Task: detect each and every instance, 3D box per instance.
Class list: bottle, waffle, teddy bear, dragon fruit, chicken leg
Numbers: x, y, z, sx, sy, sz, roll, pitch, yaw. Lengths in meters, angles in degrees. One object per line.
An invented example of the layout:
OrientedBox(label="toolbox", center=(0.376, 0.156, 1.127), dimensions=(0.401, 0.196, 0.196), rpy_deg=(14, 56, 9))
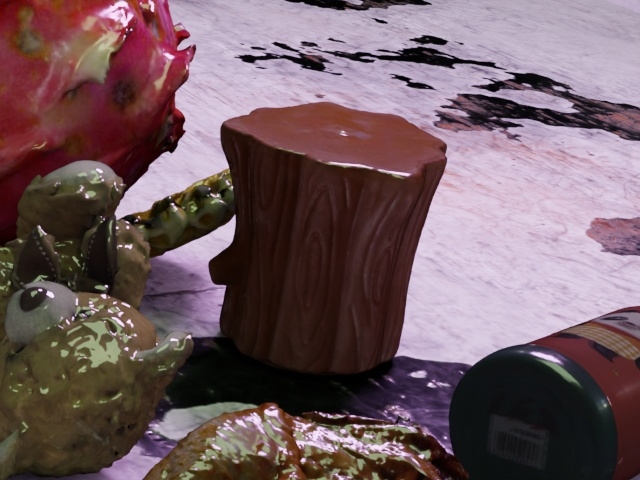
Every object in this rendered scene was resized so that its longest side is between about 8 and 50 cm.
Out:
OrientedBox(label="bottle", center=(0.252, 0.132, 1.331), dimensions=(0.144, 0.144, 0.336), rpy_deg=(21, 20, 32))
OrientedBox(label="waffle", center=(-0.155, -0.017, 1.573), dimensions=(0.223, 0.054, 0.204), rpy_deg=(-24, 4, 18))
OrientedBox(label="teddy bear", center=(-0.218, 0.085, 1.220), dimensions=(0.267, 0.156, 0.256), rpy_deg=(-38, 32, -8))
OrientedBox(label="dragon fruit", center=(-0.268, -0.125, 1.442), dimensions=(0.371, 0.386, 0.249), rpy_deg=(-25, 78, -41))
OrientedBox(label="chicken leg", center=(-0.029, 0.198, 1.109), dimensions=(0.322, 0.083, 0.177), rpy_deg=(8, 33, -11))

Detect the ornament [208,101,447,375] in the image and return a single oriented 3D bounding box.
OrientedBox(label="ornament", center=(0.000, 0.000, 1.464), dimensions=(0.221, 0.218, 0.235), rpy_deg=(1, 21, -24))
